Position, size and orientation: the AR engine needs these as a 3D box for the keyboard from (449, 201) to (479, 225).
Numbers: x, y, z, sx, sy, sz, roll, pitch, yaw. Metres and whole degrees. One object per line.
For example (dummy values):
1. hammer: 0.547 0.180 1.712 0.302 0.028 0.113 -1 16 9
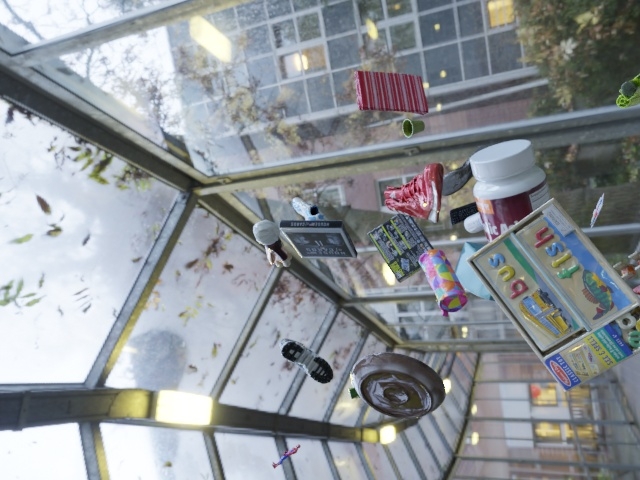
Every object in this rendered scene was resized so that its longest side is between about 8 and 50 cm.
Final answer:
1. keyboard: 0.633 -0.110 2.147 0.023 0.180 0.108 -106 -3 -50

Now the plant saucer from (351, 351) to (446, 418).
1. plant saucer: 0.246 0.485 1.660 0.050 0.311 0.310 -62 -40 -49

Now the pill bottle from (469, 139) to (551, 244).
1. pill bottle: 0.627 -0.108 1.653 0.391 0.224 0.224 68 -154 -17

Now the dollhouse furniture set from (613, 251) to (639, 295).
1. dollhouse furniture set: 1.273 0.159 1.898 0.259 0.135 0.261 124 146 -48

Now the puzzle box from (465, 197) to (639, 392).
1. puzzle box: 0.593 0.133 1.270 0.408 0.272 0.052 55 -156 14

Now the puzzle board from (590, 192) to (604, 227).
1. puzzle board: 1.198 -0.129 2.214 0.128 0.011 0.096 90 -155 -43

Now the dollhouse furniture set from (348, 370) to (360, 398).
1. dollhouse furniture set: 0.127 0.577 2.021 0.152 0.059 0.076 -158 56 -78

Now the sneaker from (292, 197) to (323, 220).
1. sneaker: -0.050 -0.132 2.240 0.085 0.086 0.237 18 -160 -38

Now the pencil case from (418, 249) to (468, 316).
1. pencil case: 0.410 0.137 1.729 0.236 0.105 0.104 -101 -12 -47

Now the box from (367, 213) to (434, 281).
1. box: 0.374 0.022 2.318 0.270 0.216 0.060 59 -170 22

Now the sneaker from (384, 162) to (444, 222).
1. sneaker: 0.198 -0.099 1.112 0.221 0.128 0.086 67 -149 -64

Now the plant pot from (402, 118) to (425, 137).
1. plant pot: 0.430 -0.517 2.332 0.083 0.079 0.083 165 90 -69

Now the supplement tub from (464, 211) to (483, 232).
1. supplement tub: 0.619 -0.074 1.991 0.107 0.071 0.070 146 126 -67

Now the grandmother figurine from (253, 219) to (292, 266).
1. grandmother figurine: -0.180 0.012 1.910 0.208 0.104 0.342 45 173 17

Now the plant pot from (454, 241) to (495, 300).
1. plant pot: 0.648 0.133 1.952 0.234 0.166 0.165 -115 37 -66

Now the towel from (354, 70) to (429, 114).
1. towel: 0.270 -0.570 1.971 0.031 0.275 0.198 111 157 -60

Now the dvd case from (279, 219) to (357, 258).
1. dvd case: 0.000 0.000 1.490 0.238 0.180 0.029 59 -145 -63

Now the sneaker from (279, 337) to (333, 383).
1. sneaker: -0.051 0.401 1.741 0.234 0.106 0.078 40 -95 -23

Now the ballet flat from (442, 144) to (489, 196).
1. ballet flat: 0.550 -0.259 1.944 0.084 0.250 0.058 49 -167 24

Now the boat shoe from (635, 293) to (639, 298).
1. boat shoe: 0.841 0.182 1.490 0.127 0.341 0.158 -64 12 11

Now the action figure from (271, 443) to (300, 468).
1. action figure: -0.117 0.742 1.770 0.030 0.115 0.038 56 178 11

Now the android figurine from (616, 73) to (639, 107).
1. android figurine: 0.988 -0.485 1.485 0.273 0.248 0.056 -19 -109 -36
